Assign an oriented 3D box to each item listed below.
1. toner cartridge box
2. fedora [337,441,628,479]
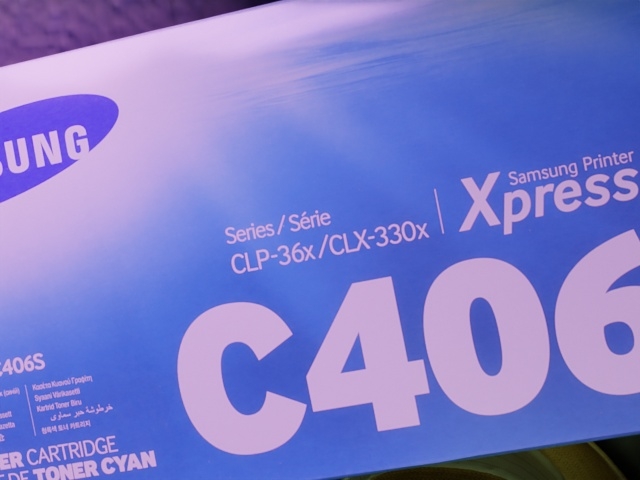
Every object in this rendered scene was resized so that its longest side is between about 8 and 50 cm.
[{"bbox_3d":[0.000,0.000,0.507,0.348,0.075,0.165,-12,88,15],"label":"toner cartridge box"},{"bbox_3d":[0.044,0.151,0.614,0.194,0.079,0.194,4,118,7],"label":"fedora"}]
